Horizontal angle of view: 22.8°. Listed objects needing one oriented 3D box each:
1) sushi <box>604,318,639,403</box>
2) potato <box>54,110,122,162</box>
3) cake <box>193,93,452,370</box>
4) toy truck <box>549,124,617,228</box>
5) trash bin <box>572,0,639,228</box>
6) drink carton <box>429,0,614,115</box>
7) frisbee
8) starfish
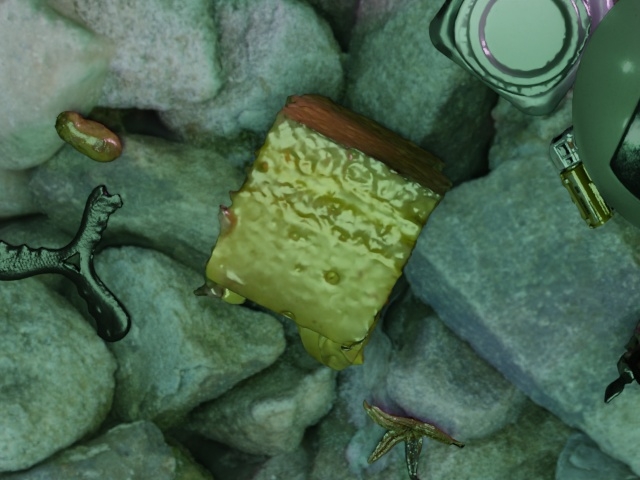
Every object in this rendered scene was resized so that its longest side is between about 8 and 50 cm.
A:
[{"bbox_3d":[0.524,0.156,1.806,0.294,0.299,0.281,45,75,-5],"label":"sushi"},{"bbox_3d":[-0.291,-0.130,1.987,0.092,0.046,0.045,28,90,-8],"label":"potato"},{"bbox_3d":[0.000,0.000,1.879,0.227,0.222,0.286,28,105,3],"label":"cake"},{"bbox_3d":[0.319,-0.078,1.904,0.062,0.052,0.123,-29,98,19],"label":"toy truck"},{"bbox_3d":[0.430,-0.135,1.659,0.280,0.432,0.280,1,93,20],"label":"trash bin"},{"bbox_3d":[0.230,-0.254,1.815,0.185,0.189,0.191,39,104,5],"label":"drink carton"},{"bbox_3d":[-0.313,0.012,2.035,0.211,0.012,0.187,26,103,3],"label":"frisbee"},{"bbox_3d":[0.120,0.248,2.008,0.130,0.041,0.133,0,128,14],"label":"starfish"}]
